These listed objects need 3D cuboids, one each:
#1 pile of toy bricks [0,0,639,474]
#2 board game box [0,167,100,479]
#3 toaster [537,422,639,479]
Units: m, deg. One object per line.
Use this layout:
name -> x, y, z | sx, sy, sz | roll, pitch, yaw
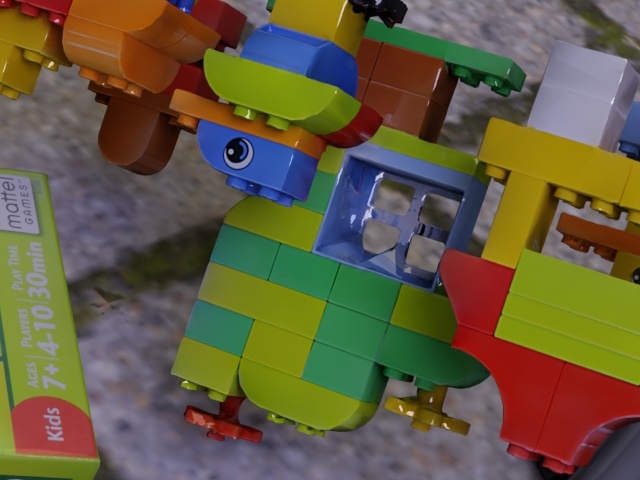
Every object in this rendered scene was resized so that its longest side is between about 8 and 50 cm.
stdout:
pile of toy bricks -> 0.000, 0.000, 0.426 | 0.212, 0.105, 0.118 | 19, -2, 22
board game box -> -0.146, 0.020, 0.397 | 0.181, 0.043, 0.092 | 7, 43, -25
toaster -> 0.152, 0.081, 0.425 | 0.129, 0.146, 0.227 | -9, 51, -38
